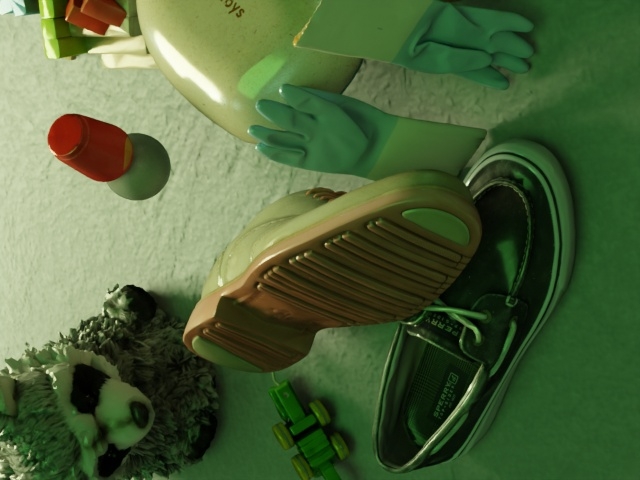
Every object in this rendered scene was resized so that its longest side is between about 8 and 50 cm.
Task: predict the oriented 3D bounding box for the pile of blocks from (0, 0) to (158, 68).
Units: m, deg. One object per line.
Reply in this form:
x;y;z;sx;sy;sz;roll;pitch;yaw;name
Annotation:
-0.319;-0.271;1.339;0.362;0.112;0.149;31;120;23;pile of blocks

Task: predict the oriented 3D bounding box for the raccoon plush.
-0.312;0.232;1.376;0.446;0.299;0.216;-39;82;36;raccoon plush

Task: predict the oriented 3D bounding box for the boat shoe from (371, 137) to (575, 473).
0.133;0.075;1.134;0.121;0.119;0.335;26;118;26;boat shoe

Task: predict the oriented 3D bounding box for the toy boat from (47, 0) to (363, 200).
-0.110;-0.165;1.196;0.318;0.148;0.267;-42;63;13;toy boat

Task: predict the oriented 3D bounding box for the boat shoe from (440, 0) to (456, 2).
0.151;-0.281;1.042;0.285;0.089;0.104;-19;119;39;boat shoe

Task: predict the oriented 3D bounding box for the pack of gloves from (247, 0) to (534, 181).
0.058;-0.138;1.077;0.195;0.232;0.046;-57;41;31;pack of gloves

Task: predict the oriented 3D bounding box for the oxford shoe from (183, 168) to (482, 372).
0.000;0.000;1.143;0.140;0.146;0.397;28;148;-26;oxford shoe

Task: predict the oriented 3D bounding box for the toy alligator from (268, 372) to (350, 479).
-0.025;0.185;1.323;0.190;0.056;0.051;59;167;5;toy alligator
